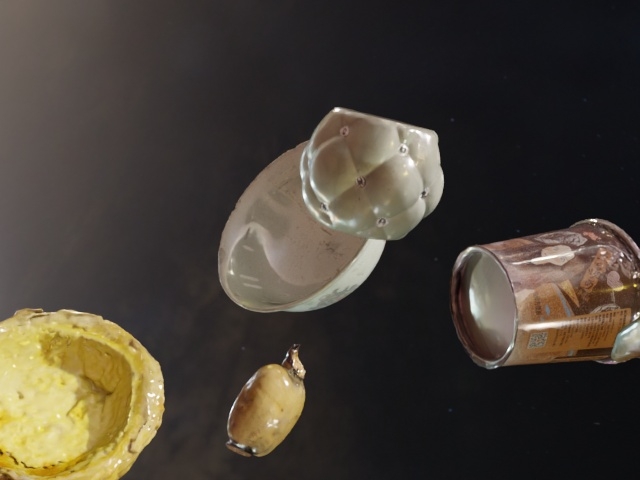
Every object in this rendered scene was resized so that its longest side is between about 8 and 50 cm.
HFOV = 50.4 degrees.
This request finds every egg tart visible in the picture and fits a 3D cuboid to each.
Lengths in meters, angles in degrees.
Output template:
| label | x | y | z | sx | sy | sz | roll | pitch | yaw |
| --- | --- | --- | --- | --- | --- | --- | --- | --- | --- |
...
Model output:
| label | x | y | z | sx | sy | sz | roll | pitch | yaw |
| --- | --- | --- | --- | --- | --- | --- | --- | --- | --- |
| egg tart | -0.254 | 0.159 | 0.630 | 0.090 | 0.213 | 0.212 | -62 | -141 | 42 |

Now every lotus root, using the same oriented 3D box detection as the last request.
| label | x | y | z | sx | sy | sz | roll | pitch | yaw |
| --- | --- | --- | --- | --- | --- | --- | --- | --- | --- |
| lotus root | -0.089 | 0.291 | 1.233 | 0.221 | 0.118 | 0.125 | -54 | -173 | -18 |

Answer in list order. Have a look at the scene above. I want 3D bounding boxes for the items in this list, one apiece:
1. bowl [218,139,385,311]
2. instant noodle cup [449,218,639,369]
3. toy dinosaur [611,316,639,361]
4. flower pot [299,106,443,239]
| label | x | y | z | sx | sy | sz | roll | pitch | yaw |
| --- | --- | --- | --- | --- | --- | --- | --- | --- | --- |
| bowl | 0.000 | 0.000 | 1.482 | 0.435 | 0.196 | 0.434 | -22 | -132 | 27 |
| instant noodle cup | 0.314 | 0.082 | 0.966 | 0.217 | 0.207 | 0.217 | 175 | -90 | -71 |
| toy dinosaur | 0.212 | 0.041 | 0.205 | 0.207 | 0.327 | 0.112 | -8 | -103 | 1 |
| flower pot | 0.084 | -0.111 | 1.145 | 0.246 | 0.246 | 0.195 | 27 | -74 | 47 |
